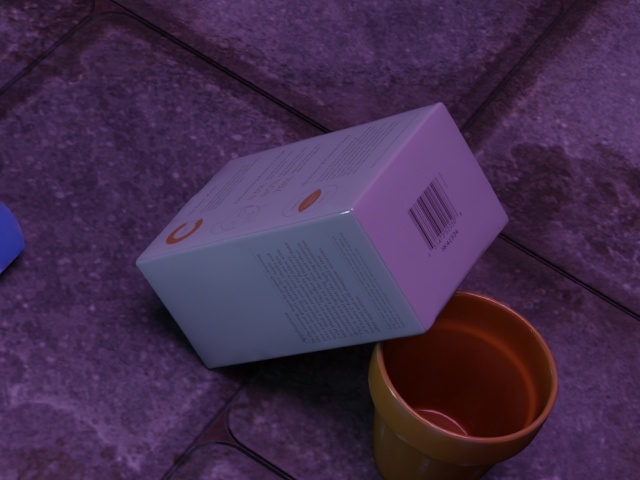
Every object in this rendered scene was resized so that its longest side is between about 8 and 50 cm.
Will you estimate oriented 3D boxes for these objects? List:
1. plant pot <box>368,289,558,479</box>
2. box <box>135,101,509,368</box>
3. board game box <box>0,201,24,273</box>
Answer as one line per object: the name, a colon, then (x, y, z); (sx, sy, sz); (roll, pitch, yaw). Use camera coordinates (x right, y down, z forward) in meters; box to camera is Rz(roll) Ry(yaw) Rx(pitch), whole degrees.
plant pot: (0.141, 0.191, 2.034); (0.205, 0.188, 0.205); (8, 49, -10)
box: (0.000, 0.000, 2.040); (0.168, 0.345, 0.215); (58, 47, -20)
board game box: (-0.433, 0.012, 2.129); (0.133, 0.033, 0.168); (33, 54, 6)
